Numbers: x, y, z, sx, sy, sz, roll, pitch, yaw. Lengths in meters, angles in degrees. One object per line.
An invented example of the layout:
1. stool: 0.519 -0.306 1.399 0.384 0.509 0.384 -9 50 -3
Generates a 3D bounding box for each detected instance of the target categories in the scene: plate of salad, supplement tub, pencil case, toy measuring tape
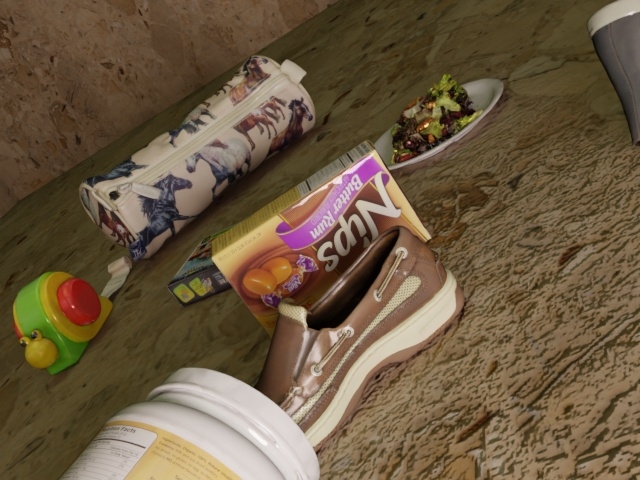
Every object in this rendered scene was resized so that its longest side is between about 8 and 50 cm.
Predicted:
1. plate of salad: 0.135 -0.153 1.060 0.200 0.048 0.200 -30 20 12
2. supplement tub: -0.100 0.186 0.492 0.144 0.144 0.199 -16 26 43
3. pencil case: -0.195 -0.143 1.401 0.410 0.160 0.183 -41 3 -17
4. toy measuring tape: -0.363 0.075 1.237 0.121 0.121 0.330 -29 20 17

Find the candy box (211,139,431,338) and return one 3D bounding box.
1. candy box: 0.000 0.000 0.825 0.187 0.109 0.053 -32 19 5

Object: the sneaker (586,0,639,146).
1. sneaker: 0.327 -0.140 0.694 0.222 0.118 0.083 -10 -7 -15

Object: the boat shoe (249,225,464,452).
1. boat shoe: -0.009 0.085 0.658 0.257 0.095 0.095 -41 20 -17

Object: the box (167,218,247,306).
1. box: -0.086 0.008 1.056 0.207 0.036 0.114 -22 23 31
